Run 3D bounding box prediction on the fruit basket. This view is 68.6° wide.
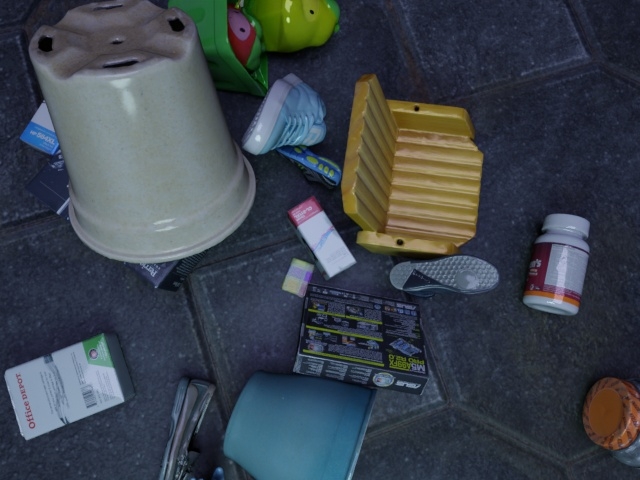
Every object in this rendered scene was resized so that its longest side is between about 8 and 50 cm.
[{"bbox_3d":[-0.145,-0.545,1.102,0.391,0.283,0.392,-2,81,13],"label":"fruit basket"}]

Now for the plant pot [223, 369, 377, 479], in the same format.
[{"bbox_3d":[-0.046,0.394,0.953,0.255,0.272,0.272,16,79,11],"label":"plant pot"}]

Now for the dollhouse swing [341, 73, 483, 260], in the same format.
[{"bbox_3d":[0.218,-0.156,1.021,0.315,0.305,0.347,8,79,6],"label":"dollhouse swing"}]

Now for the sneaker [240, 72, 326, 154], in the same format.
[{"bbox_3d":[-0.054,-0.265,1.029,0.150,0.135,0.366,31,35,-8],"label":"sneaker"}]

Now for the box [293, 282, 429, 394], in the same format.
[{"bbox_3d":[0.088,0.206,1.018,0.269,0.060,0.216,11,37,-3],"label":"box"}]

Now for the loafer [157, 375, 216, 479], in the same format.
[{"bbox_3d":[-0.286,0.432,1.002,0.084,0.096,0.268,10,78,-9],"label":"loafer"}]

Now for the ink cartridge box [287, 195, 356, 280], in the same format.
[{"bbox_3d":[0.000,0.000,1.075,0.072,0.127,0.175,-32,84,-8],"label":"ink cartridge box"}]

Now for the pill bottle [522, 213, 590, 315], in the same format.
[{"bbox_3d":[0.564,0.057,1.116,0.121,0.121,0.221,17,79,-2],"label":"pill bottle"}]

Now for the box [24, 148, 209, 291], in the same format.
[{"bbox_3d":[-0.374,-0.111,1.038,0.343,0.179,0.313,36,81,2],"label":"box"}]

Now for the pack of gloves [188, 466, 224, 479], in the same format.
[{"bbox_3d":[-0.166,0.502,0.945,0.195,0.232,0.046,16,55,-4],"label":"pack of gloves"}]

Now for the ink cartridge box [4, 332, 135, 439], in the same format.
[{"bbox_3d":[-0.530,0.305,1.003,0.208,0.087,0.153,-19,83,-8],"label":"ink cartridge box"}]

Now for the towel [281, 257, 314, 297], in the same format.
[{"bbox_3d":[-0.053,0.088,1.117,0.060,0.009,0.083,19,79,-1],"label":"towel"}]

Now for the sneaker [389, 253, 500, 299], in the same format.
[{"bbox_3d":[0.284,0.086,1.058,0.226,0.163,0.086,0,77,21],"label":"sneaker"}]

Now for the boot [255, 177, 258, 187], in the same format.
[{"bbox_3d":[-0.223,-0.063,0.930,0.219,0.082,0.106,-12,106,-12],"label":"boot"}]

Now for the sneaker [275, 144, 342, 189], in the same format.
[{"bbox_3d":[-0.036,-0.180,1.131,0.188,0.078,0.067,33,50,15],"label":"sneaker"}]

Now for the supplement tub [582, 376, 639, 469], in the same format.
[{"bbox_3d":[0.772,0.426,1.036,0.315,0.193,0.194,21,80,-1],"label":"supplement tub"}]

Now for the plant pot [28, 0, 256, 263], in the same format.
[{"bbox_3d":[-0.282,-0.187,0.751,0.333,0.306,0.334,1,50,-1],"label":"plant pot"}]

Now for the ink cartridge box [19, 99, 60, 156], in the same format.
[{"bbox_3d":[-0.554,-0.271,1.065,0.085,0.148,0.203,26,80,1],"label":"ink cartridge box"}]
